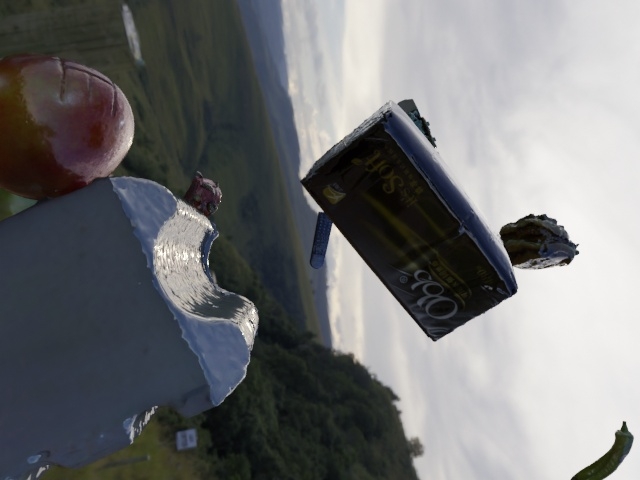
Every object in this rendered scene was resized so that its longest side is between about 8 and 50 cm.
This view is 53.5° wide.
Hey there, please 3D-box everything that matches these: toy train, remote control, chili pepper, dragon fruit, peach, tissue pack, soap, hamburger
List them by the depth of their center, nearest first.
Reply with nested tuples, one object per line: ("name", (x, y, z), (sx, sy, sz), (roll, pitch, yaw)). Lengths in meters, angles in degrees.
("soap", (-0.189, 0.077, 0.485), (0.158, 0.258, 0.302), (61, -4, 2))
("tissue pack", (0.162, -0.035, 1.089), (0.370, 0.198, 0.210), (51, 15, -9))
("peach", (-0.475, -0.191, 1.138), (0.249, 0.275, 0.245), (1, -95, 59))
("chili pepper", (0.566, 0.454, 1.278), (0.208, 0.049, 0.043), (-56, -161, 17))
("toy train", (0.247, -0.263, 1.622), (0.125, 0.081, 0.194), (-101, 165, -45))
("remote control", (0.000, 0.000, 1.682), (0.027, 0.044, 0.152), (-132, -126, -81))
("hamburger", (0.578, 0.026, 1.713), (0.183, 0.206, 0.129), (-16, -127, 47))
("dragon fruit", (-0.369, -0.130, 1.986), (0.147, 0.102, 0.096), (-61, -150, -2))

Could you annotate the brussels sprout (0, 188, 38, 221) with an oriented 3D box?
("brussels sprout", (-0.706, -0.040, 1.560), (0.243, 0.274, 0.316), (-41, -136, 39))
